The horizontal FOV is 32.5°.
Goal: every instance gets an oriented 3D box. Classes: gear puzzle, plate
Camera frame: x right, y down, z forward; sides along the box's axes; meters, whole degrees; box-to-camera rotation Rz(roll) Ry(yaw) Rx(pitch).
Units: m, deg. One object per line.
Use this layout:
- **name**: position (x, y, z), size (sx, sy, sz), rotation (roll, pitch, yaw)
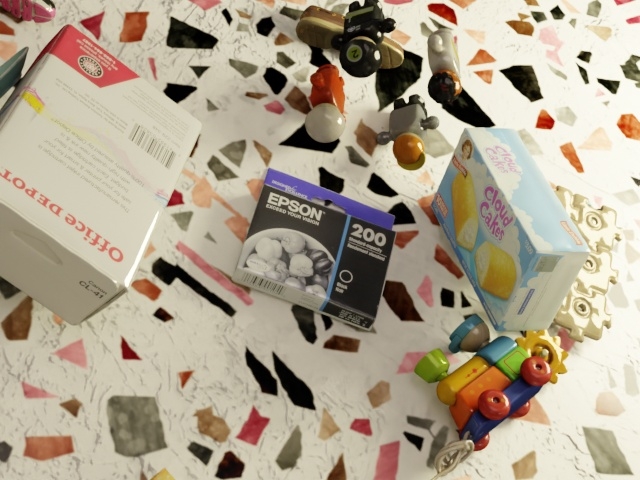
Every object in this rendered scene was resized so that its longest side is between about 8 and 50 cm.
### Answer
- **gear puzzle**: position (0.350, 0.069, 1.627), size (0.175, 0.044, 0.339), rotation (22, 58, -9)
- **plate**: position (-0.438, -0.179, 1.407), size (0.024, 0.188, 0.188), rotation (47, 52, -20)

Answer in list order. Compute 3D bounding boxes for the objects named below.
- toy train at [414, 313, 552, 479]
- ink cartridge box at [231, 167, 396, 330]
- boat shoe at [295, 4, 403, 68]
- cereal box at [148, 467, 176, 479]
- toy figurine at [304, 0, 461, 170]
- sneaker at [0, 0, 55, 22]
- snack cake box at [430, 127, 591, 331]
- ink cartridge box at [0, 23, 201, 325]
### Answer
- **toy train**: position (0.177, 0.203, 1.446), size (0.248, 0.105, 0.143), rotation (-30, 64, -32)
- **ink cartridge box**: position (0.000, 0.000, 1.533), size (0.206, 0.045, 0.208), rotation (20, 54, -7)
- **boat shoe**: position (0.051, -0.328, 1.740), size (0.177, 0.064, 0.060), rotation (19, 57, -6)
- **cereal box**: position (-0.162, 0.400, 1.224), size (0.173, 0.047, 0.240), rotation (-37, 78, -33)
- **toy figurine**: position (0.095, -0.223, 1.603), size (0.209, 0.213, 0.148), rotation (20, 43, -13)
- **sneaker**: position (-0.448, -0.380, 1.585), size (0.170, 0.063, 0.075), rotation (29, 60, 4)
- **snack cake box**: position (0.258, -0.020, 1.532), size (0.089, 0.152, 0.264), rotation (0, 42, -21)
- **ink cartridge box**: position (-0.306, -0.086, 1.360), size (0.226, 0.131, 0.306), rotation (38, 45, -20)
